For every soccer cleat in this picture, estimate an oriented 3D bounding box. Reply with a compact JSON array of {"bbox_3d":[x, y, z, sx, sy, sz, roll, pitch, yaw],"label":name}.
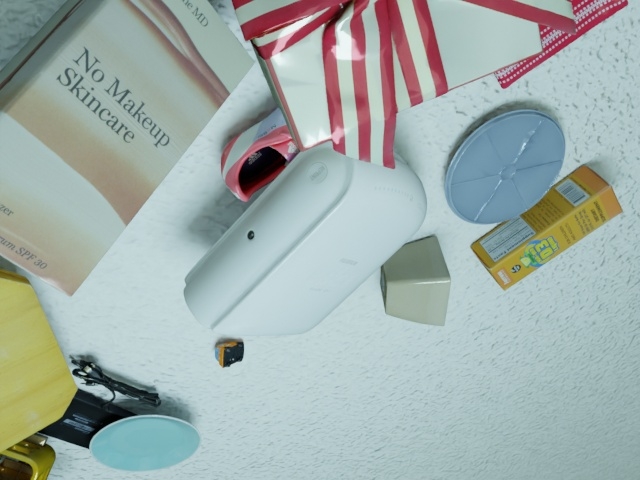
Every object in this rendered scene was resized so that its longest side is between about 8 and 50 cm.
[{"bbox_3d":[-0.023,-0.145,0.701,0.248,0.095,0.083,-38,130,12],"label":"soccer cleat"}]

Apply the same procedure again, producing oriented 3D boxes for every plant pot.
[{"bbox_3d":[0.150,0.070,0.934,0.096,0.109,0.109,-4,129,-2],"label":"plant pot"}]

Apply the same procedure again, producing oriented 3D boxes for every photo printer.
[{"bbox_3d":[0.000,0.000,0.771,0.307,0.107,0.256,-45,153,16],"label":"photo printer"}]

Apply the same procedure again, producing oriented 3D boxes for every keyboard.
[{"bbox_3d":[-0.379,0.283,0.959,0.202,0.033,0.317,-35,132,17],"label":"keyboard"}]

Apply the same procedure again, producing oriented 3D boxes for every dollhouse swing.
[{"bbox_3d":[-0.572,0.160,0.755,0.305,0.315,0.346,-43,145,-40],"label":"dollhouse swing"}]

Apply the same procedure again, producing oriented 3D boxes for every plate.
[{"bbox_3d":[-0.307,0.353,1.004,0.188,0.024,0.188,-7,132,-8],"label":"plate"}]

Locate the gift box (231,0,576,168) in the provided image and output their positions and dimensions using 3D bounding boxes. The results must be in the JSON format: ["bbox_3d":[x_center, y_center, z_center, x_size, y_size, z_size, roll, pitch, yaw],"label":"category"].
[{"bbox_3d":[0.048,-0.229,0.514,0.255,0.258,0.276,-27,114,1],"label":"gift box"}]

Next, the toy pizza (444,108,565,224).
[{"bbox_3d":[0.282,-0.112,0.879,0.201,0.032,0.201,-9,128,-12],"label":"toy pizza"}]

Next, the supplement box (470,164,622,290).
[{"bbox_3d":[0.377,-0.018,0.958,0.233,0.080,0.078,-37,128,13],"label":"supplement box"}]

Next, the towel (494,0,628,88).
[{"bbox_3d":[0.264,-0.342,0.691,0.199,0.031,0.275,-34,131,9],"label":"towel"}]

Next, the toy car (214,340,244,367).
[{"bbox_3d":[-0.162,0.155,0.943,0.041,0.060,0.122,7,117,30],"label":"toy car"}]

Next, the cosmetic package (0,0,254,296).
[{"bbox_3d":[-0.220,-0.116,0.542,0.153,0.129,0.296,45,71,-40],"label":"cosmetic package"}]

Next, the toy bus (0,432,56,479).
[{"bbox_3d":[-0.484,0.365,0.918,0.191,0.202,0.104,38,69,-52],"label":"toy bus"}]
